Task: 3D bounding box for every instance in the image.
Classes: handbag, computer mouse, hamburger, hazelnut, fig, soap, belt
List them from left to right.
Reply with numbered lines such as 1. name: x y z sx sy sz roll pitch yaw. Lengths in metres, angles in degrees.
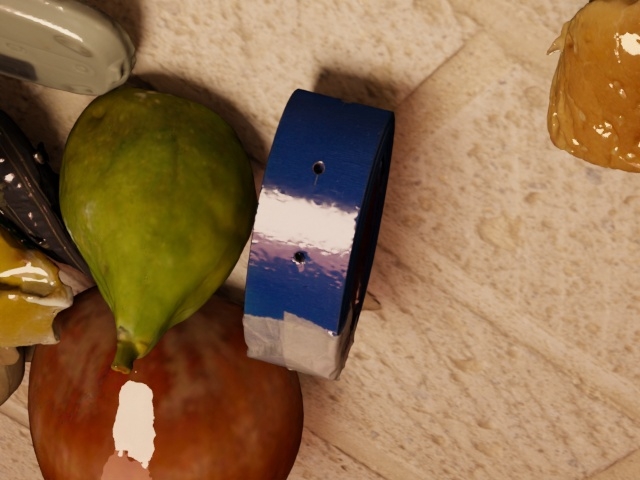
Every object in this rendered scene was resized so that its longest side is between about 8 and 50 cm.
1. soap: -0.463 -0.028 1.732 0.305 0.338 0.169 -3 144 -12
2. computer mouse: -0.351 -0.250 1.513 0.331 0.095 0.197 19 163 -1
3. handbag: -0.353 -0.074 1.670 0.211 0.089 0.254 36 159 52
4. fig: -0.199 -0.007 1.577 0.233 0.314 0.233 18 168 4
5. hazelnut: -0.201 0.222 1.819 0.366 0.365 0.365 12 139 11
6. belt: 0.000 0.000 1.552 0.117 0.212 0.347 14 135 6
7. hamburger: 0.330 -0.181 1.248 0.330 0.162 0.209 -2 136 31

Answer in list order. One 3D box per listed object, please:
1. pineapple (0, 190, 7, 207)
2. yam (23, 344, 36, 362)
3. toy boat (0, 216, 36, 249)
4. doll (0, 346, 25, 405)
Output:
1. pineapple: -0.475 -0.124 1.551 0.362 0.202 0.202 27 147 34
2. yam: -0.496 0.137 2.024 0.317 0.071 0.067 1 140 23
3. toy boat: -0.422 0.011 1.831 0.229 0.089 0.088 40 160 -7
4. doll: -0.538 0.103 1.888 0.330 0.174 0.235 37 136 3
